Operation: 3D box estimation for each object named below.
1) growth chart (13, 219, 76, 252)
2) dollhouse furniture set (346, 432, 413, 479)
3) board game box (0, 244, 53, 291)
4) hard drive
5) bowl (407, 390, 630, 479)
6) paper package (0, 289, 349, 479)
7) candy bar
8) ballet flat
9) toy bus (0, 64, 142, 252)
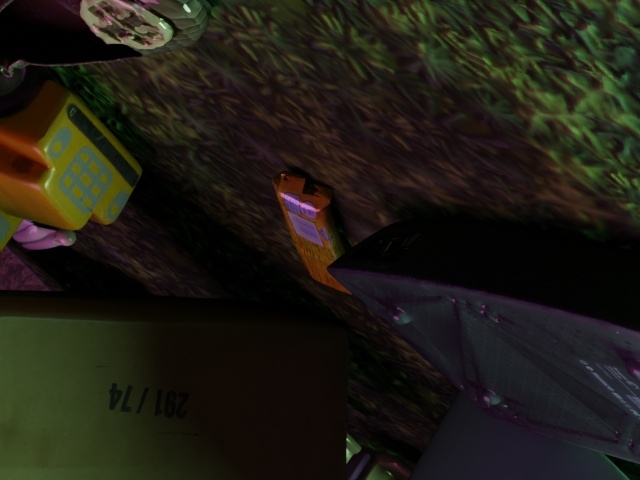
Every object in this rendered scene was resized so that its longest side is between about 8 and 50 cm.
[{"bbox_3d":[-0.302,-0.059,1.608,0.237,0.021,0.172,39,163,-22],"label":"growth chart"},{"bbox_3d":[-0.130,0.214,1.579,0.303,0.286,0.198,44,158,-24],"label":"dollhouse furniture set"},{"bbox_3d":[-0.234,0.155,1.763,0.232,0.141,0.291,39,169,42],"label":"board game box"},{"bbox_3d":[0.133,0.055,1.021,0.172,0.054,0.254,42,162,-30],"label":"hard drive"},{"bbox_3d":[0.143,0.243,1.227,0.311,0.163,0.311,48,172,9],"label":"bowl"},{"bbox_3d":[-0.152,0.190,1.344,0.325,0.309,0.168,3,178,-34],"label":"paper package"},{"bbox_3d":[0.000,0.000,1.185,0.040,0.018,0.161,24,163,18],"label":"candy bar"},{"bbox_3d":[-0.133,-0.113,1.022,0.084,0.058,0.250,40,164,-27],"label":"ballet flat"},{"bbox_3d":[-0.280,-0.076,1.295,0.332,0.130,0.108,23,162,33],"label":"toy bus"}]
